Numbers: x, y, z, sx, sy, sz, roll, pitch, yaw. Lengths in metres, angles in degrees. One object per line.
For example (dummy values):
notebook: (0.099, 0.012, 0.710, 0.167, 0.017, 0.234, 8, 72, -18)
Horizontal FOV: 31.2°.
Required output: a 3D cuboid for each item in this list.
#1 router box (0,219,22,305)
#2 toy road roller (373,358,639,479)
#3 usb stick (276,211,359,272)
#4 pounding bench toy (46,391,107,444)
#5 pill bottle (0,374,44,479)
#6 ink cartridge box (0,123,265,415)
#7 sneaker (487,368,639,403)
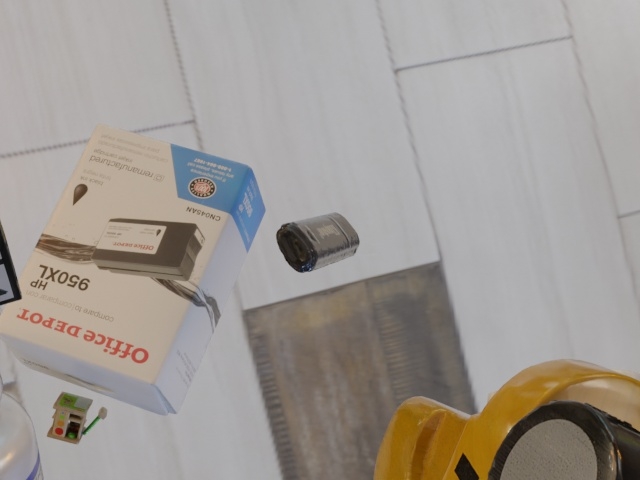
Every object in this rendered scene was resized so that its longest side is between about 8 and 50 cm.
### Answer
router box: (-0.348, -0.101, 0.995, 0.081, 0.309, 0.242, -18, 117, -16)
toy road roller: (0.125, 0.235, 0.719, 0.203, 0.241, 0.329, 25, 88, -30)
usb stick: (0.000, 0.000, 1.660, 0.045, 0.278, 0.077, -32, 86, 15)
pounding bench toy: (-0.386, 0.291, 1.832, 0.083, 0.052, 0.065, 15, 109, -2)
pill bottle: (-0.300, 0.213, 0.929, 0.152, 0.152, 0.272, -14, 121, -20)
ink cartridge box: (-0.297, 0.044, 1.847, 0.286, 0.166, 0.394, 16, 67, 13)
sneaker: (0.187, 0.140, 0.868, 0.051, 0.134, 0.070, 20, 61, -41)
